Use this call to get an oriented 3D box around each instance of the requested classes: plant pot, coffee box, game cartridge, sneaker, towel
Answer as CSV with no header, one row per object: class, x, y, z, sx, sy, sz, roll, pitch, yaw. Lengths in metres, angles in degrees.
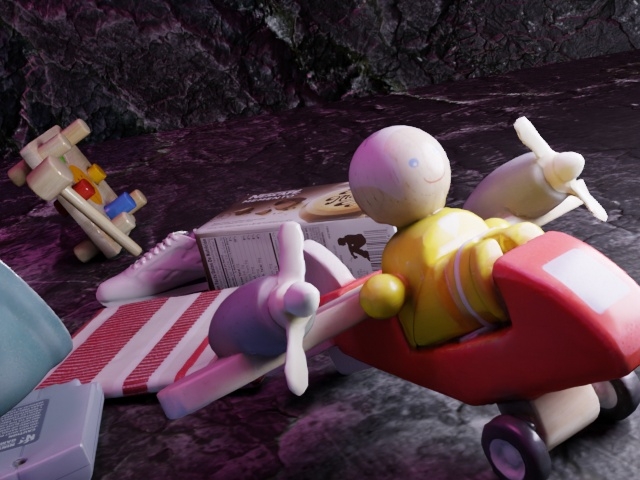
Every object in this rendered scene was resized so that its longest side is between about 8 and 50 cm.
plant pot,-0.421,0.099,0.837,0.293,0.293,0.196,3,50,44
coffee box,0.000,0.000,1.192,0.297,0.119,0.168,-5,20,27
game cartridge,-0.368,0.232,0.864,0.294,0.060,0.196,-16,14,-5
sneaker,-0.230,0.036,1.307,0.235,0.095,0.090,-17,19,-5
towel,-0.190,0.130,1.079,0.329,0.037,0.237,-9,20,21

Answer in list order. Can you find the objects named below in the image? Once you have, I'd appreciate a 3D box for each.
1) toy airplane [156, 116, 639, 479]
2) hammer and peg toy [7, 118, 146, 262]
toy airplane,0.078,0.028,0.781,0.384,0.272,0.386,-11,18,12
hammer and peg toy,-0.453,-0.078,1.615,0.127,0.266,0.361,-35,17,6
